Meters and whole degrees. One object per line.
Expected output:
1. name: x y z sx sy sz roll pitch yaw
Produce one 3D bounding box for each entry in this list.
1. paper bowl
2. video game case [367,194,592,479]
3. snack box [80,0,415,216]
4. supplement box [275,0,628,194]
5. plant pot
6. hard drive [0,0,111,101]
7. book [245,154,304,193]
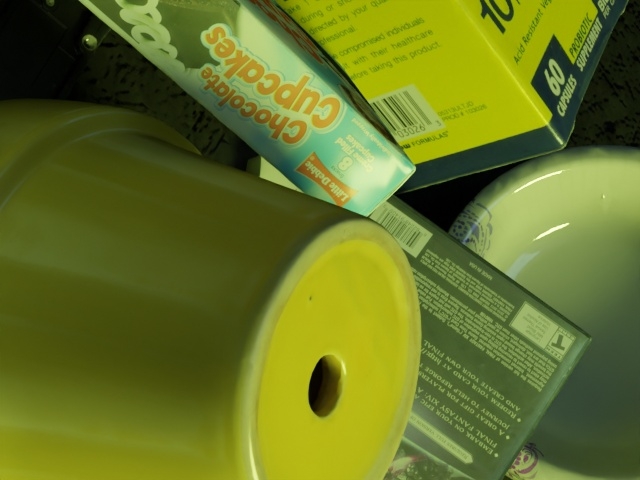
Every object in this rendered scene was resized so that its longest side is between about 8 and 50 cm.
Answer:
1. paper bowl: 0.231 0.075 0.919 0.148 0.284 0.284 59 40 -72
2. video game case: 0.045 0.121 0.802 0.196 0.026 0.274 36 73 5
3. snack box: -0.090 -0.154 0.637 0.060 0.187 0.322 -44 120 11
4. supplement box: 0.038 -0.233 0.807 0.356 0.195 0.194 48 52 -25
5. plant pot: -0.087 0.055 0.612 0.254 0.239 0.254 -19 114 -53
6. hard drive: -0.277 -0.099 0.633 0.237 0.064 0.339 38 62 -30
7. book: 0.000 0.000 0.871 0.144 0.035 0.096 17 70 -35
